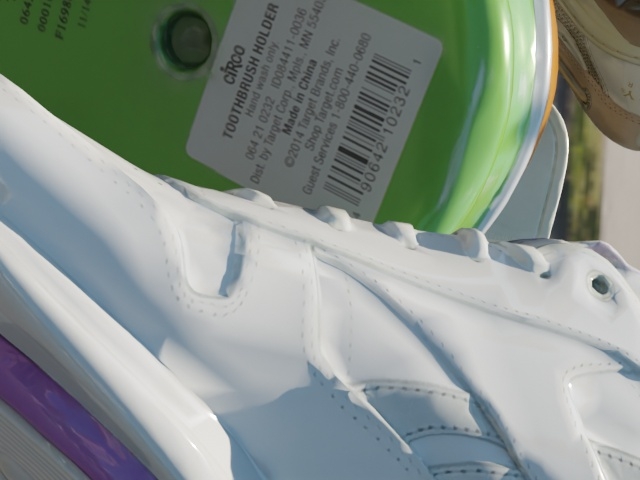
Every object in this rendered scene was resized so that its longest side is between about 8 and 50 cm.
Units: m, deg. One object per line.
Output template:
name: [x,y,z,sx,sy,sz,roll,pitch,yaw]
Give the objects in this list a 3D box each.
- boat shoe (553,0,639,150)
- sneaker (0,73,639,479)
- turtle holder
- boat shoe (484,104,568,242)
boat shoe: [0.167,-0.194,1.054,0.341,0.121,0.110,-103,-164,-49]
sneaker: [0.005,0.040,0.401,0.305,0.114,0.152,40,61,-18]
turtle holder: [-0.047,-0.089,0.689,0.227,0.320,0.243,-20,105,-62]
boat shoe: [0.081,0.050,1.056,0.099,0.116,0.320,180,-70,-79]
